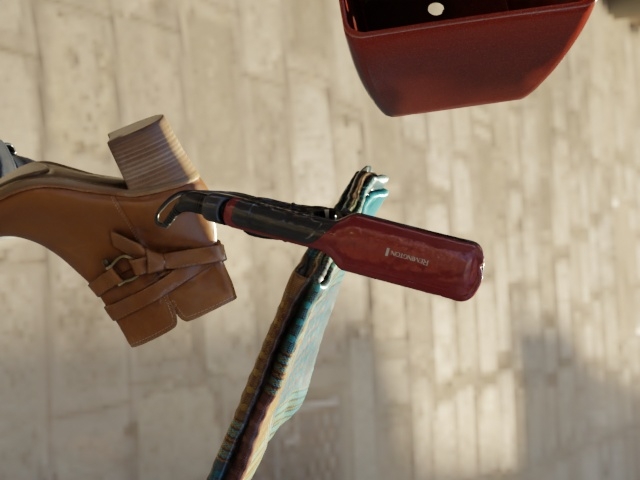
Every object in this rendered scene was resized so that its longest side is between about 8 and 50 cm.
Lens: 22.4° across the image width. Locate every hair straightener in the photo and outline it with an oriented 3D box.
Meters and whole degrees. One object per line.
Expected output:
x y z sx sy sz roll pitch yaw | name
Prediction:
0.000 0.000 1.112 0.089 0.230 0.047 -13 112 -81 | hair straightener

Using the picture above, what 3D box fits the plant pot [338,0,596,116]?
0.144 -0.286 1.823 0.235 0.267 0.267 84 -3 -62 | plant pot

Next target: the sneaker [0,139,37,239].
-0.432 -0.080 1.924 0.321 0.127 0.126 -3 43 -39 | sneaker

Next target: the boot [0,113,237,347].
-0.169 0.010 1.188 0.073 0.197 0.152 -74 143 -73 | boot

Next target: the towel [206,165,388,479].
-0.023 0.096 1.406 0.370 0.040 0.271 -58 170 -72 | towel
